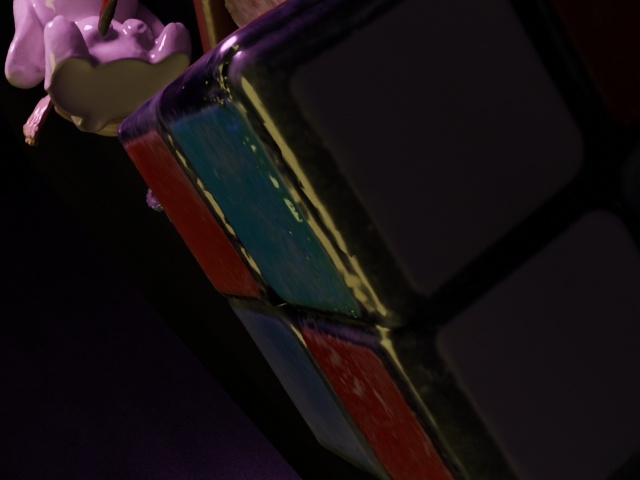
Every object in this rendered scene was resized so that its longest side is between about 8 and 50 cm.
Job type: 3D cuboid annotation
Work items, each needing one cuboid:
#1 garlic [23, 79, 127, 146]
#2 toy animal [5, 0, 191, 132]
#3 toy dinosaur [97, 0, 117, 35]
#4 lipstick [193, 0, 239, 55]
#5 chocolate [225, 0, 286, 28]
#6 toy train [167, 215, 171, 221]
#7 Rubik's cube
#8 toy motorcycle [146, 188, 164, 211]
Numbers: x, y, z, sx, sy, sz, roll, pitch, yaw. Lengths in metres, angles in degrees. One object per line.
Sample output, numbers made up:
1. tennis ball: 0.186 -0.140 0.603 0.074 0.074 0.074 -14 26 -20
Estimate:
1. garlic: -0.425 -0.259 1.688 0.245 0.253 0.245 38 158 18
2. toy animal: -0.348 -0.315 1.434 0.265 0.272 0.206 60 141 24
3. toy dinosaur: -0.204 -0.357 1.166 0.327 0.113 0.206 -24 64 53
4. lipstick: -0.119 -0.326 0.996 0.057 0.057 0.356 38 148 40
5. chocolate: -0.057 -0.299 0.896 0.185 0.100 0.303 30 157 40
6. toy train: -0.304 -0.110 1.946 0.178 0.071 0.104 63 168 -24
7. Rubik's cube: 0.095 -0.040 0.643 0.313 0.316 0.318 59 161 -12
8. toy motorcycle: -0.217 -0.099 1.689 0.229 0.129 0.094 15 163 44
